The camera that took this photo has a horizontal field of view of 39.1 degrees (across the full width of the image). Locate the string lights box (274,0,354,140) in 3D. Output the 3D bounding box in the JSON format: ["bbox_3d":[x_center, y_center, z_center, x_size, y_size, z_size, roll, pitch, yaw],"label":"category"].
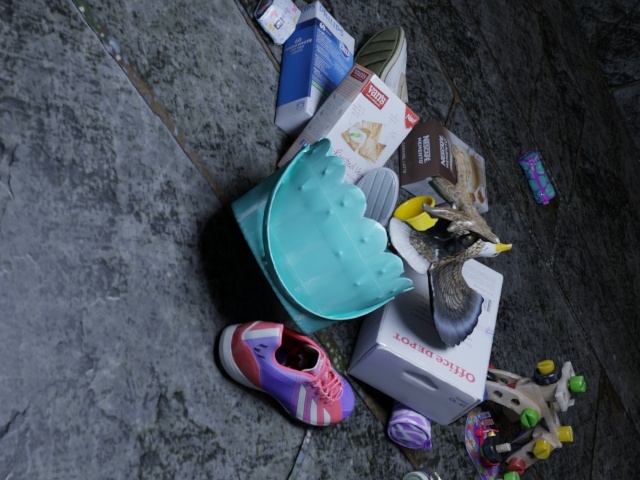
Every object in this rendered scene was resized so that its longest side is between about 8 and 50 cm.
[{"bbox_3d":[-0.006,-0.304,1.694,0.133,0.076,0.260,37,48,-45],"label":"string lights box"}]

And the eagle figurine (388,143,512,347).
[{"bbox_3d":[0.214,0.028,1.535,0.225,0.298,0.226,26,57,4],"label":"eagle figurine"}]

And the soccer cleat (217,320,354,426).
[{"bbox_3d":[-0.023,0.213,1.419,0.318,0.116,0.109,39,47,-43],"label":"soccer cleat"}]

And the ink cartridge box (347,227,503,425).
[{"bbox_3d":[0.202,0.155,1.696,0.226,0.131,0.306,29,48,-8],"label":"ink cartridge box"}]

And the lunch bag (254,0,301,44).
[{"bbox_3d":[-0.079,-0.410,1.651,0.071,0.053,0.083,46,52,-35],"label":"lunch bag"}]

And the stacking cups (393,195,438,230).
[{"bbox_3d":[0.258,0.056,1.951,0.316,0.096,0.096,63,34,-27],"label":"stacking cups"}]

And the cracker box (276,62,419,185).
[{"bbox_3d":[0.051,-0.176,1.610,0.232,0.067,0.155,-53,135,3],"label":"cracker box"}]

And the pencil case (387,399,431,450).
[{"bbox_3d":[0.188,0.298,1.729,0.088,0.086,0.206,33,46,-11],"label":"pencil case"}]

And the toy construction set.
[{"bbox_3d":[0.491,0.367,1.968,0.309,0.237,0.258,-2,73,-60],"label":"toy construction set"}]

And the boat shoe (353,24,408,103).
[{"bbox_3d":[0.123,-0.311,1.875,0.103,0.113,0.302,45,53,-40],"label":"boat shoe"}]

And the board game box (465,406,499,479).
[{"bbox_3d":[0.373,0.454,2.000,0.169,0.033,0.133,62,35,-19],"label":"board game box"}]

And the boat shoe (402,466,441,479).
[{"bbox_3d":[0.218,0.539,1.683,0.068,0.081,0.228,-5,79,-53],"label":"boat shoe"}]

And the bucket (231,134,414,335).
[{"bbox_3d":[0.000,0.000,1.387,0.281,0.183,0.281,59,2,-4],"label":"bucket"}]

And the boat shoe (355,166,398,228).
[{"bbox_3d":[0.078,-0.034,1.644,0.083,0.226,0.076,29,17,8],"label":"boat shoe"}]

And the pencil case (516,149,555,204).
[{"bbox_3d":[0.628,-0.184,2.619,0.152,0.064,0.070,60,20,-22],"label":"pencil case"}]

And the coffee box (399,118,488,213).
[{"bbox_3d":[0.282,-0.155,2.048,0.246,0.098,0.141,25,56,-50],"label":"coffee box"}]
